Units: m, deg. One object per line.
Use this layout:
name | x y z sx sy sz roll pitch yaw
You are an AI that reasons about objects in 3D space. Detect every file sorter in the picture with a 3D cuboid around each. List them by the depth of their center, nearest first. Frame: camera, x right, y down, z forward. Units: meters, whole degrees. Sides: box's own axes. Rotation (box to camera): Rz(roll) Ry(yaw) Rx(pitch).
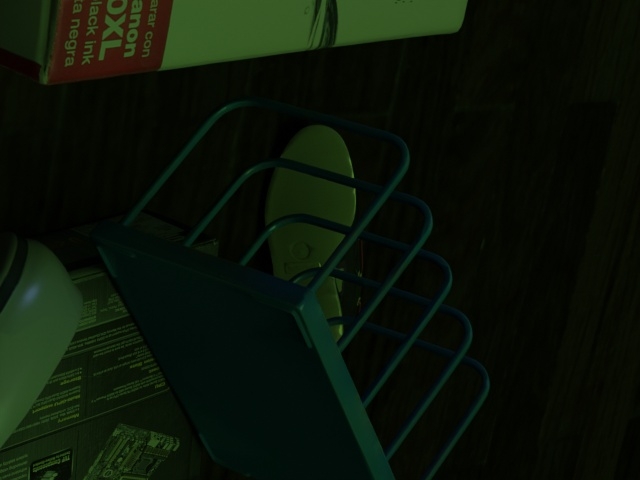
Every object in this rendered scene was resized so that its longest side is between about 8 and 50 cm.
file sorter | -0.003 0.034 0.855 0.104 0.118 0.170 -51 141 -27

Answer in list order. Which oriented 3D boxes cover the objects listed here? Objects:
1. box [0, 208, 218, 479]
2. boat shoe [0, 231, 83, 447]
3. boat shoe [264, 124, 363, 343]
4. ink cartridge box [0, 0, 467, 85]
box | -0.149 0.097 0.847 0.231 0.056 0.183 -17 121 -46
boat shoe | -0.258 0.097 0.643 0.367 0.136 0.156 -42 107 -6
boat shoe | -0.002 0.000 0.997 0.042 0.049 0.133 -52 144 -68
ink cartridge box | -0.068 -0.139 0.727 0.237 0.172 0.100 -13 120 -48
